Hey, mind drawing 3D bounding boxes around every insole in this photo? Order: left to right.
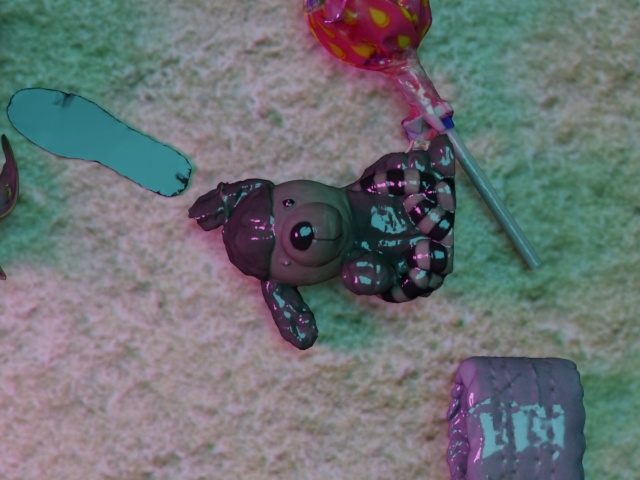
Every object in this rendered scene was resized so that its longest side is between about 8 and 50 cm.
[{"bbox_3d":[-0.212,-0.096,1.884,0.188,0.004,0.064,26,76,-4],"label":"insole"}]

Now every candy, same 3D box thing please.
[{"bbox_3d":[0.113,-0.127,1.904,0.124,0.124,0.365,-35,95,-14],"label":"candy"}]

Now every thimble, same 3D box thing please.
[{"bbox_3d":[0.180,0.184,1.834,0.118,0.127,0.151,2,76,-8],"label":"thimble"}]

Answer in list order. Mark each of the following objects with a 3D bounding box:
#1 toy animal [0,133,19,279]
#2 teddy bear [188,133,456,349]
[{"bbox_3d":[-0.343,-0.008,1.778,0.219,0.155,0.095,-48,128,-9],"label":"toy animal"},{"bbox_3d":[0.016,0.010,1.836,0.251,0.144,0.171,-14,96,-9],"label":"teddy bear"}]
